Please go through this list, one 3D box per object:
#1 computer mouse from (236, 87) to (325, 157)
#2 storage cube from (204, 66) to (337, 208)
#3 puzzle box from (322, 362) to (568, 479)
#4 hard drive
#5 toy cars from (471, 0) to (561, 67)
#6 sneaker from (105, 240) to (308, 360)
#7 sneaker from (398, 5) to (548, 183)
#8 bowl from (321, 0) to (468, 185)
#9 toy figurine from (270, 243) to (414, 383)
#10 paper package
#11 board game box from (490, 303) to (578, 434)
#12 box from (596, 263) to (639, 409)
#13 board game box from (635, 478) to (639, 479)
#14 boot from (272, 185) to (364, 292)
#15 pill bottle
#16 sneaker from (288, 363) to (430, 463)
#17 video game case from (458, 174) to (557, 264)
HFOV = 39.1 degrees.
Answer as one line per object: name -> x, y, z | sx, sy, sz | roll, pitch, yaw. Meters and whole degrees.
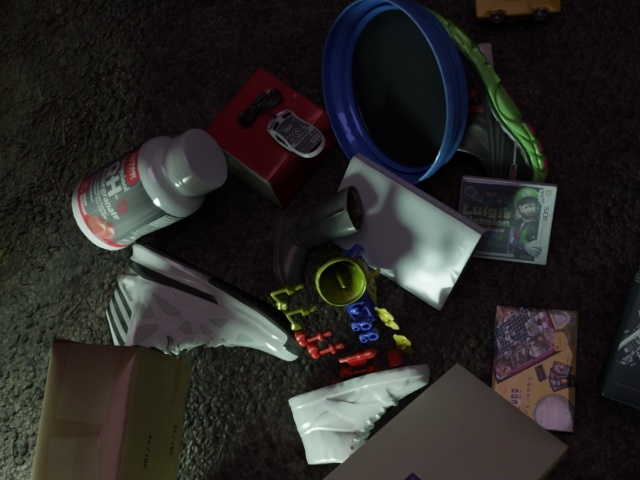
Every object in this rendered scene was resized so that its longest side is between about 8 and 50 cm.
computer mouse -> -0.069, -0.225, 1.819 | 0.193, 0.042, 0.106 | 41, 78, 21
storage cube -> -0.103, -0.216, 1.937 | 0.215, 0.183, 0.193 | 37, 82, 16
puzzle box -> 0.213, 0.428, 1.634 | 0.409, 0.052, 0.272 | -35, 54, -26
hard drive -> 0.163, -0.017, 1.852 | 0.307, 0.040, 0.203 | 33, 123, 16
toy cars -> 0.359, -0.455, 2.001 | 0.394, 0.087, 0.176 | -45, 84, -2
sneaker -> -0.253, 0.201, 1.863 | 0.448, 0.169, 0.257 | 25, 87, 22
sneaker -> 0.278, -0.282, 1.865 | 0.202, 0.185, 0.482 | -34, 89, 8
bowl -> 0.149, -0.304, 1.847 | 0.077, 0.391, 0.391 | -19, 68, -33
toy figurine -> 0.036, 0.093, 1.786 | 0.191, 0.362, 0.217 | -21, 45, 14
paper package -> -0.373, 0.359, 1.629 | 0.168, 0.309, 0.324 | 2, 76, 11
board game box -> 0.423, 0.255, 1.792 | 0.165, 0.042, 0.243 | 5, 74, 9
box -> 0.728, 0.188, 1.656 | 0.343, 0.179, 0.312 | 18, 95, 13
board game box -> 0.680, 0.484, 1.525 | 0.317, 0.046, 0.213 | -15, 86, 3
boot -> -0.001, 0.001, 1.866 | 0.208, 0.076, 0.189 | -15, 74, 31
pill bottle -> -0.352, -0.111, 1.879 | 0.319, 0.176, 0.176 | -24, 69, 31
sneaker -> 0.096, 0.354, 1.781 | 0.293, 0.108, 0.169 | -20, 73, 12
video game case -> 0.378, -0.041, 1.849 | 0.190, 0.022, 0.173 | 7, 112, 10
